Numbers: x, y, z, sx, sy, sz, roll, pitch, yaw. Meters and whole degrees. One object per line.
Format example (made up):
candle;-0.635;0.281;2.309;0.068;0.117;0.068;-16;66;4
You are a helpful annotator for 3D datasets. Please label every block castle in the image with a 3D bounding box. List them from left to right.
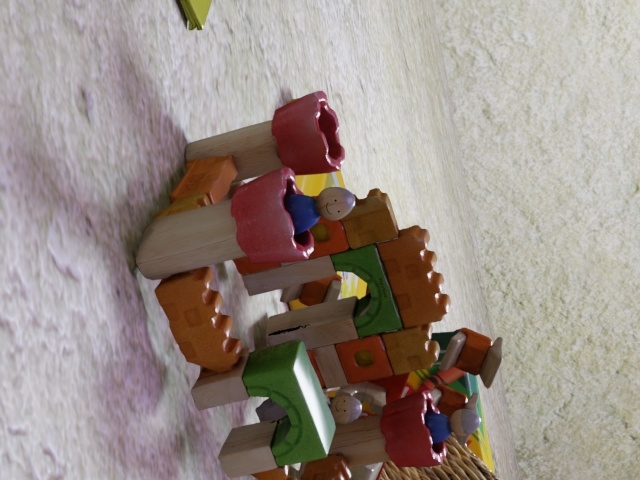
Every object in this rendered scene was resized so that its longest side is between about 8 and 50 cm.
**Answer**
block castle;0.011;0.102;1.427;0.303;0.212;0.453;-71;144;-64

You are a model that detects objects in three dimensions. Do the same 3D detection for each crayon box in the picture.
crayon box;0.138;0.283;2.035;0.081;0.202;0.319;-76;156;-54

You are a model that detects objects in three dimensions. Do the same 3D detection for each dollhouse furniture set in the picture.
dollhouse furniture set;0.059;0.169;1.690;0.135;0.262;0.259;-45;157;-75

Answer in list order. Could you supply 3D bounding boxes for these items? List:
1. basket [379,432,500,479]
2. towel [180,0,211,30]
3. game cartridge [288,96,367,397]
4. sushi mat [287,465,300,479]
basket;0.137;0.418;1.862;0.213;0.299;0.223;-6;133;-44
towel;-0.136;-0.342;1.554;0.102;0.021;0.237;64;24;-42
game cartridge;0.000;0.000;1.904;0.285;0.052;0.324;-79;159;-52
sushi mat;-0.042;0.403;1.621;0.151;0.019;0.317;53;33;-64
